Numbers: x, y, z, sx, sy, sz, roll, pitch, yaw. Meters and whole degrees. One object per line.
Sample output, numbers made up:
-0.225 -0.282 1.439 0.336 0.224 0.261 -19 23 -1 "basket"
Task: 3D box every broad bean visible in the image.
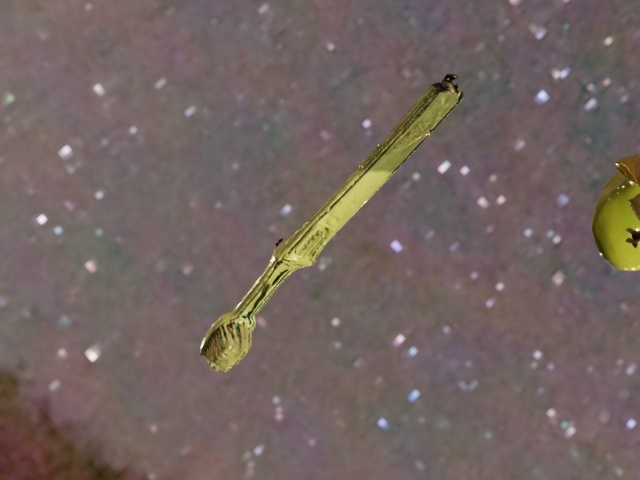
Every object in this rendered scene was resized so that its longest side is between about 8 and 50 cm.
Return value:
0.235 -0.018 1.182 0.063 0.083 0.045 14 5 -17 "broad bean"

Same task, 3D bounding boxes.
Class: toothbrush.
-0.001 -0.005 0.949 0.294 0.026 0.028 -51 -142 39 "toothbrush"

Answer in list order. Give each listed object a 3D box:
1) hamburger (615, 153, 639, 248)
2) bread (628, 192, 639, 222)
0.234 -0.026 0.706 0.093 0.189 0.164 58 6 -25 "hamburger"
0.160 0.009 0.632 0.047 0.036 0.083 -31 -90 40 "bread"
